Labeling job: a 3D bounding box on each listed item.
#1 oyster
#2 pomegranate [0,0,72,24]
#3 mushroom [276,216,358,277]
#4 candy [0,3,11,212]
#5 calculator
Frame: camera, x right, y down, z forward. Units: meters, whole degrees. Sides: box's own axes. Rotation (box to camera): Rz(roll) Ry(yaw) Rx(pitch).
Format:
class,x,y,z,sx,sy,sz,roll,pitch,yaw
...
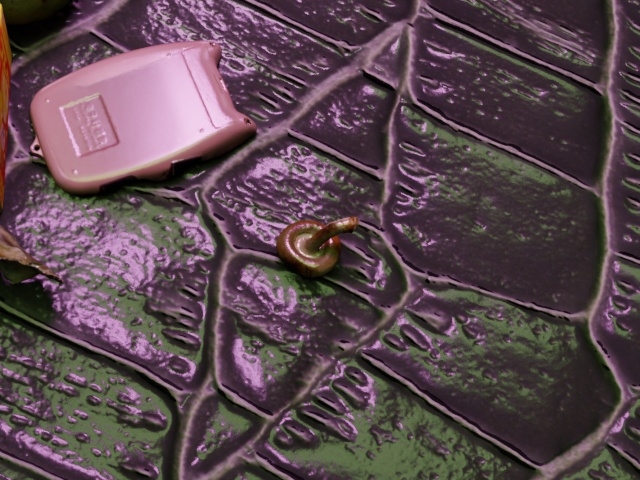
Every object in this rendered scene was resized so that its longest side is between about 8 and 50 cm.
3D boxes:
class,x,y,z,sx,sy,sz,roll,pitch,yaw
oyster,-0.488,-0.003,1.531,0.294,0.166,0.094,21,61,-12
pomegranate,-0.473,-0.414,1.686,0.248,0.202,0.202,-6,65,20
mushroom,0.004,0.006,1.616,0.129,0.073,0.088,-20,51,20
candy,-0.495,-0.189,1.598,0.088,0.146,0.276,0,69,-7
calculator,-0.274,-0.186,1.679,0.329,0.048,0.220,-21,73,-13
